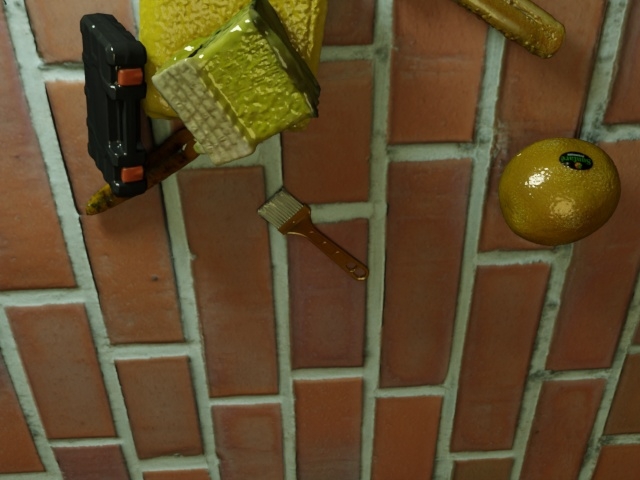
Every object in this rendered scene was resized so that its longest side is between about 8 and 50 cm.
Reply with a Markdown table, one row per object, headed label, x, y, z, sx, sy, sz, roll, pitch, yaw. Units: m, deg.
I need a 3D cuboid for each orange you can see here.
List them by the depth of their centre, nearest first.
| label | x | y | z | sx | sy | sz | roll | pitch | yaw |
| --- | --- | --- | --- | --- | --- | --- | --- | --- | --- |
| orange | 0.478 | -0.099 | 1.313 | 0.237 | 0.236 | 0.236 | -2 | 122 | -3 |

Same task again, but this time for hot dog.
| label | x | y | z | sx | sy | sz | roll | pitch | yaw |
| --- | --- | --- | --- | --- | --- | --- | --- | --- | --- |
| hot dog | 0.320 | -0.426 | 1.184 | 0.289 | 0.068 | 0.083 | 27 | 94 | -15 |

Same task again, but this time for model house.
| label | x | y | z | sx | sy | sz | roll | pitch | yaw |
| --- | --- | --- | --- | --- | --- | --- | --- | --- | --- |
| model house | -0.139 | -0.240 | 1.034 | 0.234 | 0.174 | 0.193 | -31 | 118 | 12 |

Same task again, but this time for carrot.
| label | x | y | z | sx | sy | sz | roll | pitch | yaw |
| --- | --- | --- | --- | --- | --- | --- | --- | --- | --- |
| carrot | -0.365 | -0.131 | 1.321 | 0.314 | 0.066 | 0.066 | -30 | 119 | 15 |

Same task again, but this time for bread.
| label | x | y | z | sx | sy | sz | roll | pitch | yaw |
| --- | --- | --- | --- | --- | --- | --- | --- | --- | --- |
| bread | -0.157 | -0.366 | 1.141 | 0.324 | 0.143 | 0.333 | 7 | 122 | -7 |

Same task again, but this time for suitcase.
| label | x | y | z | sx | sy | sz | roll | pitch | yaw |
| --- | --- | --- | --- | --- | --- | --- | --- | --- | --- |
| suitcase | -0.372 | -0.242 | 1.169 | 0.066 | 0.206 | 0.285 | -12 | 128 | -30 |

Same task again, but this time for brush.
| label | x | y | z | sx | sy | sz | roll | pitch | yaw |
| --- | --- | --- | --- | --- | --- | --- | --- | --- | --- |
| brush | 0.000 | 0.000 | 1.460 | 0.314 | 0.017 | 0.090 | 39 | 115 | -25 |
